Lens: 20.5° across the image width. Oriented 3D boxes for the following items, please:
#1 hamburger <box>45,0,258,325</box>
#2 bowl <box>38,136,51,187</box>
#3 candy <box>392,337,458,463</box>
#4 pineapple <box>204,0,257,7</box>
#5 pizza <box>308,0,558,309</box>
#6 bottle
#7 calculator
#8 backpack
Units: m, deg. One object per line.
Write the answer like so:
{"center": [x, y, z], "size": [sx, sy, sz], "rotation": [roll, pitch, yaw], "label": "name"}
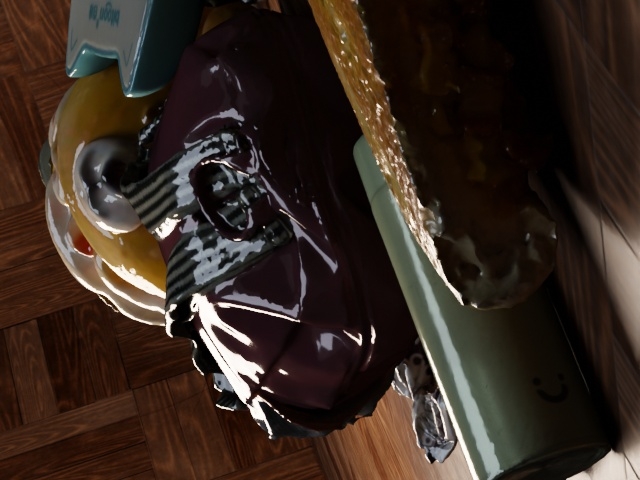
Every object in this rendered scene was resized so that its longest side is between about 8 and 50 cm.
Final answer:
{"center": [-0.092, -0.063, 1.456], "size": [0.237, 0.276, 0.276], "rotation": [153, 99, -74], "label": "hamburger"}
{"center": [-0.130, -0.090, 1.982], "size": [0.157, 0.337, 0.337], "rotation": [-59, 30, 23], "label": "bowl"}
{"center": [0.061, 0.065, 1.375], "size": [0.094, 0.051, 0.226], "rotation": [86, 165, -58], "label": "candy"}
{"center": [-0.122, -0.274, 1.709], "size": [0.170, 0.141, 0.310], "rotation": [41, 174, 13], "label": "pineapple"}
{"center": [0.037, -0.121, 0.811], "size": [0.229, 0.081, 0.289], "rotation": [69, 179, -57], "label": "pizza"}
{"center": [0.081, 0.029, 0.919], "size": [0.072, 0.072, 0.201], "rotation": [85, 166, -68], "label": "bottle"}
{"center": [-0.122, -0.303, 1.289], "size": [0.256, 0.054, 0.386], "rotation": [-156, 70, -67], "label": "calculator"}
{"center": [-0.022, -0.015, 1.160], "size": [0.317, 0.197, 0.283], "rotation": [111, 142, -80], "label": "backpack"}
